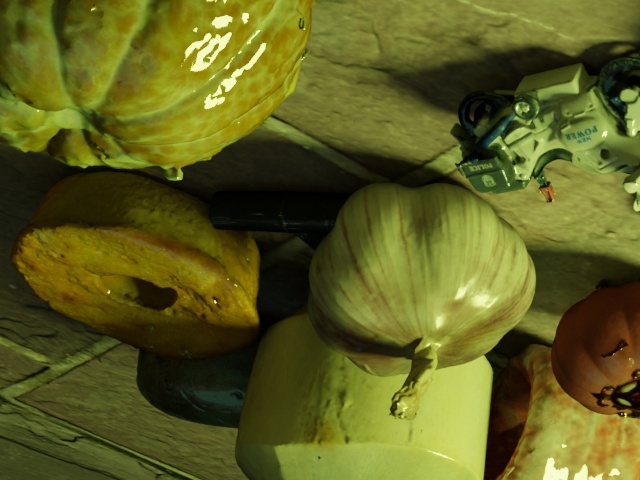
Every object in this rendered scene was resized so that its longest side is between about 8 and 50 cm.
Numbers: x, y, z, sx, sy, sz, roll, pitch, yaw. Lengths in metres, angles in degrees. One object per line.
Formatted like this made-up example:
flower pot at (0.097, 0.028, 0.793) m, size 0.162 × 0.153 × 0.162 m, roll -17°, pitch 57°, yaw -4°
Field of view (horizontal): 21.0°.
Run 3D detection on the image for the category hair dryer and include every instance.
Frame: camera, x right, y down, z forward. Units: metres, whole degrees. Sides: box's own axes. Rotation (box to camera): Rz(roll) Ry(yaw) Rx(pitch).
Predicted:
hair dryer at (-0.011, 0.001, 1.928) m, size 0.173 × 0.050 × 0.195 m, roll 5°, pitch 156°, yaw 26°

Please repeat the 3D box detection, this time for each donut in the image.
donut at (-0.201, 0.023, 2.006) m, size 0.303 × 0.110 × 0.303 m, roll 14°, pitch 153°, yaw 7°

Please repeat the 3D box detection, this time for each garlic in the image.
garlic at (0.098, 0.080, 1.762) m, size 0.245 × 0.253 × 0.245 m, roll 1°, pitch 138°, yaw 1°

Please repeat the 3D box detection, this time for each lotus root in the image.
lotus root at (-0.079, 0.179, 2.219) m, size 0.322 × 0.140 × 0.158 m, roll 8°, pitch 153°, yaw 11°

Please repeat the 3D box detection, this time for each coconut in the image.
coconut at (0.055, 0.217, 2.002) m, size 0.323 × 0.323 × 0.323 m, roll 13°, pitch 155°, yaw 6°

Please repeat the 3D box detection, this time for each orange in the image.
orange at (-0.167, -0.193, 1.379) m, size 0.329 × 0.249 × 0.329 m, roll 10°, pitch 162°, yaw 3°

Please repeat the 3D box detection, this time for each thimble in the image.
thimble at (0.277, 0.250, 2.053) m, size 0.162 × 0.239 × 0.239 m, roll 23°, pitch 154°, yaw -10°

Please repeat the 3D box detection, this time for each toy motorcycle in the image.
toy motorcycle at (0.227, -0.088, 1.550) m, size 0.221 × 0.102 × 0.150 m, roll -10°, pitch 124°, yaw 38°

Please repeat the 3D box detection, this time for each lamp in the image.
lamp at (0.335, 0.109, 1.848) m, size 0.182 × 0.140 × 0.182 m, roll -2°, pitch 147°, yaw -2°
